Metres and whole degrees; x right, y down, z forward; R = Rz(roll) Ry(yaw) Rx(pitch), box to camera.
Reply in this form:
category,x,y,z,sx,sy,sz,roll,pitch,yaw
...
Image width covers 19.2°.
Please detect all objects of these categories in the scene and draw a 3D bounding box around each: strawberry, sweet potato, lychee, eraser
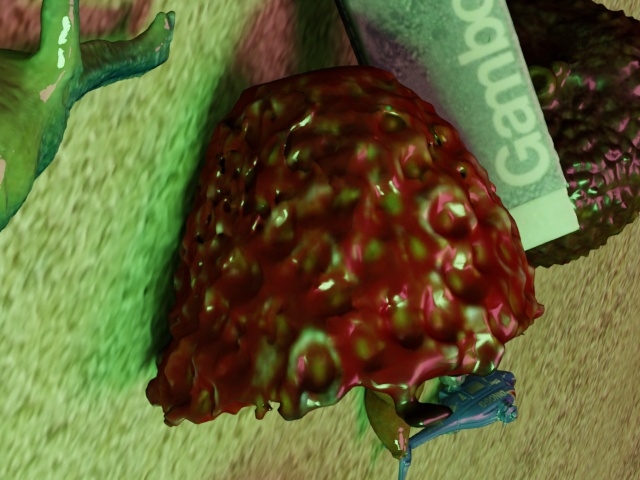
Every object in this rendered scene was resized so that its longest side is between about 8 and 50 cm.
category,x,y,z,sx,sy,sz,roll,pitch,yaw
strawberry,0.000,0.000,1.010,0.234,0.234,0.178,-24,103,-59
sweet potato,0.044,0.067,1.273,0.055,0.058,0.202,-110,-168,-45
lychee,0.135,-0.071,1.233,0.194,0.194,0.194,-42,140,-49
eraser,0.076,-0.091,1.099,0.046,0.092,0.212,-126,-166,-75

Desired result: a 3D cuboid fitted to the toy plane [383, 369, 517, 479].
category,x,y,z,sx,sy,sz,roll,pitch,yaw
toy plane,0.102,0.133,1.423,0.167,0.062,0.054,-24,127,-46

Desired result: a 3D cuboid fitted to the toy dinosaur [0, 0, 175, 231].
category,x,y,z,sx,sy,sz,roll,pitch,yaw
toy dinosaur,-0.152,-0.032,0.782,0.147,0.076,0.363,89,26,-45
